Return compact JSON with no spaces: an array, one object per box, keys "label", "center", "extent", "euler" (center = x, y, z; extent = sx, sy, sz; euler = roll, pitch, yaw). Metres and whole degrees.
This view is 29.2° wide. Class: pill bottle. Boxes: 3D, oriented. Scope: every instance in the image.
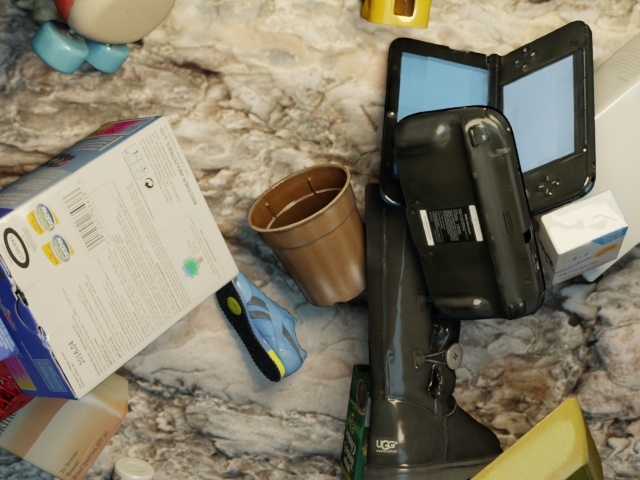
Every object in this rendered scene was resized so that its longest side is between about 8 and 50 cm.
[{"label":"pill bottle","center":[-0.309,0.412,1.951],"extent":[0.067,0.067,0.120],"euler":[14,104,-13]}]

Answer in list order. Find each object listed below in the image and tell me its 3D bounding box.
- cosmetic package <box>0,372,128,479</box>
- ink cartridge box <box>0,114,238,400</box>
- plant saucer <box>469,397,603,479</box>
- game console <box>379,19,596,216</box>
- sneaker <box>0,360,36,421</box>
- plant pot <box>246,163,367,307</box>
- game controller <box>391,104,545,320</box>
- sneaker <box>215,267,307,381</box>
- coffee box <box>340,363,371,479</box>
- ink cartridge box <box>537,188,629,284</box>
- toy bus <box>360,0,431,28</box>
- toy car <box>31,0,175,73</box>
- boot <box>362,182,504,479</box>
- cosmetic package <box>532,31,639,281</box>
[{"label":"cosmetic package","center":[-0.450,0.219,1.836],"extent":[0.296,0.129,0.153],"euler":[32,101,-16]},{"label":"ink cartridge box","center":[-0.332,0.033,1.676],"extent":[0.395,0.151,0.270],"euler":[-40,114,-40]},{"label":"plant saucer","center":[0.319,0.425,1.936],"extent":[0.332,0.081,0.333],"euler":[-39,149,-2]},{"label":"game console","center":[0.236,-0.182,1.727],"extent":[0.173,0.293,0.250],"euler":[27,145,-36]},{"label":"sneaker","center":[-0.454,0.238,1.705],"extent":[0.087,0.128,0.221],"euler":[42,96,-18]},{"label":"plant pot","center":[0.000,0.000,1.831],"extent":[0.167,0.167,0.165],"euler":[-27,116,0]},{"label":"game controller","center":[0.199,-0.029,1.653],"extent":[0.166,0.067,0.319],"euler":[0,119,30]},{"label":"sneaker","center":[-0.091,0.115,1.904],"extent":[0.082,0.069,0.209],"euler":[-37,103,-31]},{"label":"coffee box","center":[0.069,0.304,1.955],"extent":[0.040,0.113,0.184],"euler":[3,108,-11]},{"label":"ink cartridge box","center":[0.362,0.003,1.716],"extent":[0.104,0.181,0.062],"euler":[-22,70,-1]},{"label":"toy bus","center":[0.119,-0.399,1.748],"extent":[0.191,0.104,0.202],"euler":[-40,109,4]},{"label":"toy car","center":[-0.326,-0.385,1.667],"extent":[0.238,0.210,0.219],"euler":[47,111,9]},{"label":"boot","center":[0.181,0.142,1.891],"extent":[0.146,0.367,0.445],"euler":[-3,86,26]},{"label":"cosmetic package","center":[0.471,-0.148,1.859],"extent":[0.385,0.156,0.217],"euler":[-38,109,5]}]
